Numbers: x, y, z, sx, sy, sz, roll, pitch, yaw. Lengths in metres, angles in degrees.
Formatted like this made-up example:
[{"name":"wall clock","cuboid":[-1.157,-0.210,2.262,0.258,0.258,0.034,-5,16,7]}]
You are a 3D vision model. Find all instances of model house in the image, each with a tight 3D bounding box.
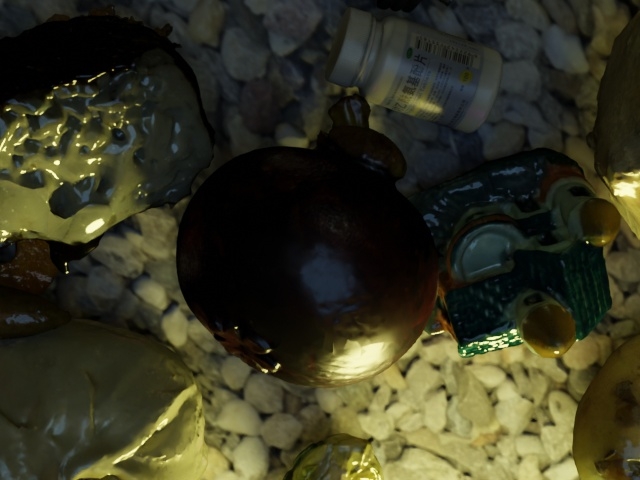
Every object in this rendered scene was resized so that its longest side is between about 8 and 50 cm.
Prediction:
[{"name":"model house","cuboid":[0.232,0.034,1.158,0.253,0.291,0.184,-16,112,-1]}]

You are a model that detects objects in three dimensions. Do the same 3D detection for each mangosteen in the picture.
[{"name":"mangosteen","cuboid":[-0.009,0.017,1.137,0.297,0.293,0.297,15,131,18]}]

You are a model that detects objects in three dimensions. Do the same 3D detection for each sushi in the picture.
[{"name":"sushi","cuboid":[-0.290,-0.105,1.081,0.349,0.207,0.234,-16,130,-21]}]

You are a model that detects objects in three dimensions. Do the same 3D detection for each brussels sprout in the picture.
[{"name":"brussels sprout","cuboid":[0.015,0.326,1.319,0.139,0.100,0.181,10,104,-19]}]

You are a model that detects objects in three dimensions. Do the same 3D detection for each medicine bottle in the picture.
[{"name":"medicine bottle","cuboid":[0.107,-0.197,1.169,0.187,0.103,0.102,17,104,-11]}]

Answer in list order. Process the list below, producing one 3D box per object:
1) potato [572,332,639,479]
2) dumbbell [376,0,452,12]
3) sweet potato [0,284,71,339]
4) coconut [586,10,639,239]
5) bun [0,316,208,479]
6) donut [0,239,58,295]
[{"name":"potato","cuboid":[0.417,0.225,1.303,0.165,0.165,0.262,17,98,-10]},{"name":"dumbbell","cuboid":[0.059,-0.321,1.130,0.209,0.099,0.099,29,101,-12]},{"name":"sweet potato","cuboid":[-0.459,0.054,1.146,0.346,0.079,0.108,24,111,-13]},{"name":"coconut","cuboid":[0.469,-0.118,1.086,0.405,0.404,0.404,-2,106,-5]},{"name":"bun","cuboid":[-0.312,0.273,1.206,0.365,0.219,0.365,-1,103,-3]},{"name":"donut","cuboid":[-0.374,0.000,1.202,0.152,0.058,0.151,-2,107,-5]}]
